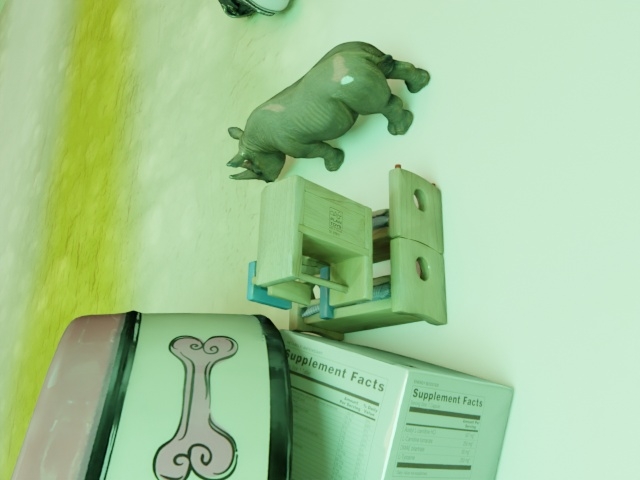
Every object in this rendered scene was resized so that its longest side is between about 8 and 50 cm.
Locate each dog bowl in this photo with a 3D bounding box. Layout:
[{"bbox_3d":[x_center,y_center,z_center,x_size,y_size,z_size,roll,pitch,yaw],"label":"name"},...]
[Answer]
[{"bbox_3d":[-0.157,0.237,0.486,0.408,0.150,0.408,-164,90,-75],"label":"dog bowl"}]

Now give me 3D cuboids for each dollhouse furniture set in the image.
[{"bbox_3d":[0.000,0.000,0.550,0.129,0.183,0.129,-17,63,41],"label":"dollhouse furniture set"}]

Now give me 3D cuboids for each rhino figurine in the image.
[{"bbox_3d":[-0.015,-0.119,0.667,0.243,0.106,0.073,-27,57,36],"label":"rhino figurine"}]

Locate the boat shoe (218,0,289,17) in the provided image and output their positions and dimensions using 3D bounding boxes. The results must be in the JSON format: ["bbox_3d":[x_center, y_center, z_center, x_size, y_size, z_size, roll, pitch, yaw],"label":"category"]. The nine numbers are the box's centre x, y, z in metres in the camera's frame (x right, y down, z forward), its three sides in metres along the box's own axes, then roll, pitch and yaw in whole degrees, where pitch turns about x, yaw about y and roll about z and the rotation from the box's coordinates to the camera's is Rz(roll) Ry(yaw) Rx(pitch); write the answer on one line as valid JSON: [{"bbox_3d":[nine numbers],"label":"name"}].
[{"bbox_3d":[-0.110,-0.338,0.875,0.228,0.080,0.076,52,130,40],"label":"boat shoe"}]

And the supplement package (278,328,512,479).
[{"bbox_3d":[0.028,0.204,0.482,0.139,0.133,0.244,9,82,47],"label":"supplement package"}]
